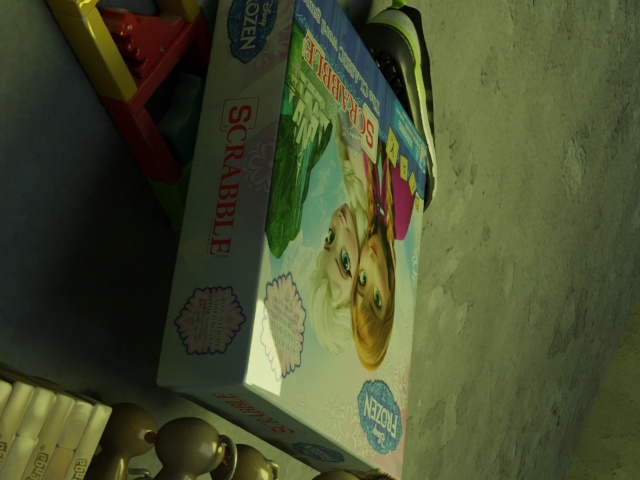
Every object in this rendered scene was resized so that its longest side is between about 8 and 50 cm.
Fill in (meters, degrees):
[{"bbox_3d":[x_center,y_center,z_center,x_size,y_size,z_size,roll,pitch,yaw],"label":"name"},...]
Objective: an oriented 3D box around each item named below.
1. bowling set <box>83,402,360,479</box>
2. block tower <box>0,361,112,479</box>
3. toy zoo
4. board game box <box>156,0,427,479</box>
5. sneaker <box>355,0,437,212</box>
[{"bbox_3d":[-0.121,0.183,0.831,0.154,0.287,0.200,-67,-165,4],"label":"bowling set"},{"bbox_3d":[-0.255,0.083,0.553,0.335,0.091,0.097,34,74,-55],"label":"block tower"},{"bbox_3d":[-0.092,-0.160,0.805,0.192,0.030,0.293,-58,148,-26],"label":"toy zoo"},{"bbox_3d":[0.000,0.000,0.858,0.319,0.066,0.318,45,47,-59],"label":"board game box"},{"bbox_3d":[0.084,-0.127,1.083,0.234,0.084,0.097,83,28,-42],"label":"sneaker"}]
